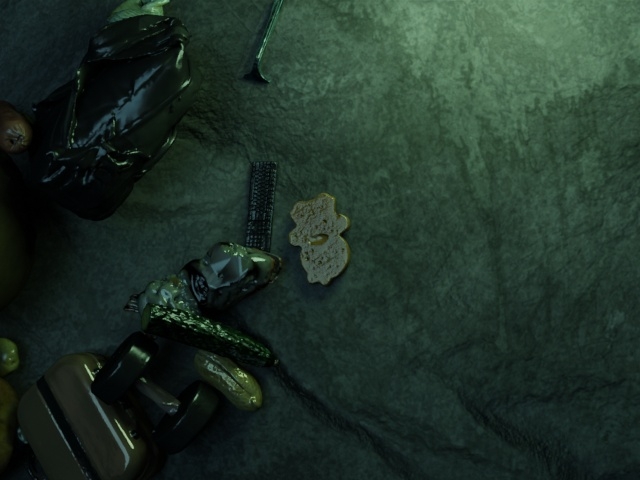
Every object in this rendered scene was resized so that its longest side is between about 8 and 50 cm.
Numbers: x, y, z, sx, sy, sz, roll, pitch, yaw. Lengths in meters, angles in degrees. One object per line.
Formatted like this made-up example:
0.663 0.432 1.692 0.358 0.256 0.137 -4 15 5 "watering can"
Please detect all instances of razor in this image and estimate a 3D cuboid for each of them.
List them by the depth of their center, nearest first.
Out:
-0.113 -0.435 1.799 0.066 0.033 0.190 16 87 18 "razor"

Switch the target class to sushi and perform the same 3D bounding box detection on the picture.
-0.239 0.097 1.709 0.332 0.130 0.124 -31 69 14 "sushi"

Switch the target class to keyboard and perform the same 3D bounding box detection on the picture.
-0.125 -0.072 1.759 0.060 0.018 0.196 1 82 20 "keyboard"

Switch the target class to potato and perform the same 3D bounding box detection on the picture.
-0.727 0.262 1.864 0.138 0.070 0.092 0 81 15 "potato"

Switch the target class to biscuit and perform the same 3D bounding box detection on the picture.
0.004 -0.005 1.704 0.133 0.027 0.184 -29 76 10 "biscuit"

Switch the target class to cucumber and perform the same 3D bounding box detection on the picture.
-0.212 0.191 1.654 0.293 0.067 0.068 22 88 -25 "cucumber"

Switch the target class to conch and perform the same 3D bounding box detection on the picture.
-0.408 -0.481 1.860 0.153 0.102 0.135 -33 51 -23 "conch"

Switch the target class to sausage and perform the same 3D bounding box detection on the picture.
-0.675 -0.248 1.790 0.088 0.088 0.433 -62 29 1 "sausage"

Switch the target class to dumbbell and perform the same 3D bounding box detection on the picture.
-0.326 0.300 1.654 0.218 0.152 0.152 42 96 -12 "dumbbell"

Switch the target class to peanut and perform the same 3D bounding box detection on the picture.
-0.185 0.281 1.696 0.174 0.080 0.080 41 95 13 "peanut"

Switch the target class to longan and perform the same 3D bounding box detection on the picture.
-0.787 -0.013 1.713 0.404 0.404 0.436 34 137 18 "longan"

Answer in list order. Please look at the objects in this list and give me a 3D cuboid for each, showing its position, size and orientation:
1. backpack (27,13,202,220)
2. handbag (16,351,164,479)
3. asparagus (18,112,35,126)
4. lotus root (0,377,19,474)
-0.420 -0.273 1.726 0.446 0.255 0.363 -46 34 1 "backpack"
-0.502 0.413 1.737 0.283 0.149 0.302 -38 75 10 "handbag"
-0.676 -0.269 1.950 0.108 0.025 0.021 45 106 18 "asparagus"
-0.777 0.406 1.768 0.250 0.316 0.316 17 87 -18 "lotus root"
